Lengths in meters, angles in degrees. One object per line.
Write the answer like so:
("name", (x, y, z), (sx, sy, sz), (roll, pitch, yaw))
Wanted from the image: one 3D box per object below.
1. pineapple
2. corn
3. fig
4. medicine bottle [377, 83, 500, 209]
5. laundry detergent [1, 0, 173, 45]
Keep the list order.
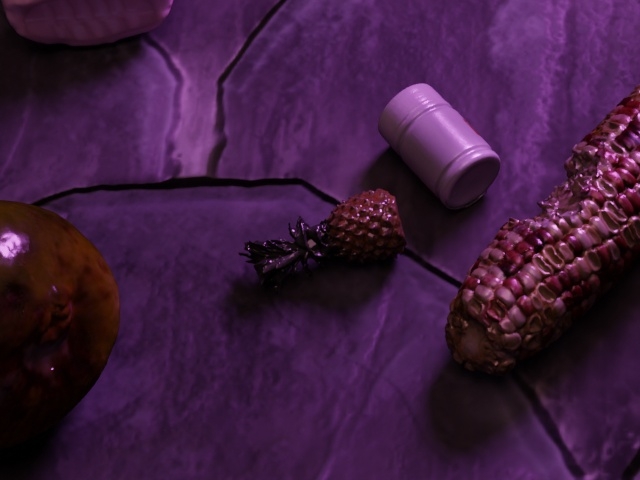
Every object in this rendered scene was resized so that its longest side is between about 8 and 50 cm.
("pineapple", (0.000, 0.000, 1.410), (0.124, 0.058, 0.058), (-16, 58, -2))
("corn", (0.199, -0.016, 1.373), (0.290, 0.098, 0.098), (-42, 63, -16))
("fig", (-0.249, 0.061, 1.344), (0.191, 0.181, 0.181), (-6, 56, 29))
("medicine bottle", (0.091, -0.073, 1.441), (0.057, 0.057, 0.089), (-34, 61, -13))
("laundry detergent", (-0.200, -0.322, 1.612), (0.159, 0.088, 0.335), (-4, 58, 0))
